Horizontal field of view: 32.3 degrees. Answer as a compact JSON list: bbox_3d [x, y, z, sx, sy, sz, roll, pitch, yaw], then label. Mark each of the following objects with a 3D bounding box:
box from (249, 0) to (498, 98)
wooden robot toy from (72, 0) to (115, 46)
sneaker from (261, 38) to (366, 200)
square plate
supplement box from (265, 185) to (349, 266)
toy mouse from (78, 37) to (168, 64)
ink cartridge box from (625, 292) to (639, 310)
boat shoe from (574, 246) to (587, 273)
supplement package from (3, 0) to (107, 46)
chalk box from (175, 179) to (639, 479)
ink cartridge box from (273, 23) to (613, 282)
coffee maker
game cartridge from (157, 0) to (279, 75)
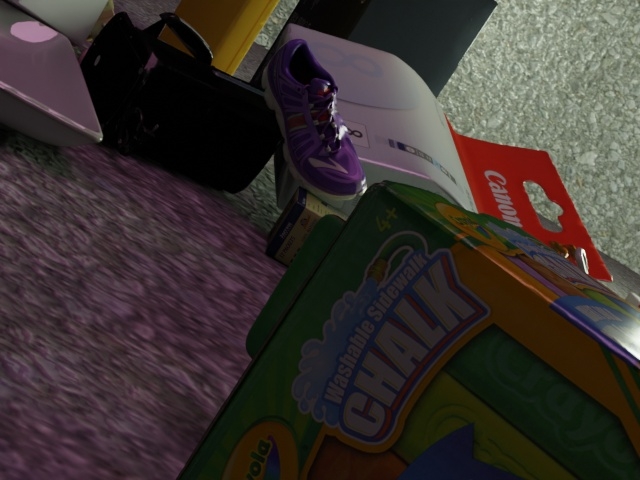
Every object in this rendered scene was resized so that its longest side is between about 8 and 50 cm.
[{"bbox_3d":[0.064,-0.297,1.740,0.179,0.343,0.312,28,12,-22],"label":"box"},{"bbox_3d":[-0.283,-0.250,1.335,0.173,0.079,0.076,124,-47,-75],"label":"wooden robot toy"},{"bbox_3d":[-0.005,-0.115,1.049,0.068,0.071,0.169,-19,73,-28],"label":"sneaker"},{"bbox_3d":[-0.359,-0.198,0.926,0.344,0.049,0.347,26,13,-26],"label":"square plate"},{"bbox_3d":[0.000,0.000,1.028,0.083,0.056,0.083,31,11,-7],"label":"supplement box"},{"bbox_3d":[-0.201,-0.189,1.181,0.161,0.031,0.143,7,55,-21],"label":"toy mouse"},{"bbox_3d":[0.502,0.185,1.480,0.237,0.100,0.172,31,11,0],"label":"ink cartridge box"},{"bbox_3d":[0.188,0.081,0.933,0.367,0.156,0.136,33,12,8],"label":"boat shoe"},{"bbox_3d":[-0.348,-0.333,1.192,0.244,0.133,0.139,29,-1,20],"label":"supplement package"},{"bbox_3d":[0.071,0.095,0.512,0.289,0.180,0.179,37,12,28],"label":"chalk box"},{"bbox_3d":[0.136,-0.104,1.264,0.385,0.091,0.308,12,31,-12],"label":"ink cartridge box"},{"bbox_3d":[-0.133,-0.115,1.074,0.178,0.120,0.171,22,48,-39],"label":"coffee maker"},{"bbox_3d":[-0.129,-0.351,1.598,0.053,0.285,0.323,28,12,-26],"label":"game cartridge"}]
